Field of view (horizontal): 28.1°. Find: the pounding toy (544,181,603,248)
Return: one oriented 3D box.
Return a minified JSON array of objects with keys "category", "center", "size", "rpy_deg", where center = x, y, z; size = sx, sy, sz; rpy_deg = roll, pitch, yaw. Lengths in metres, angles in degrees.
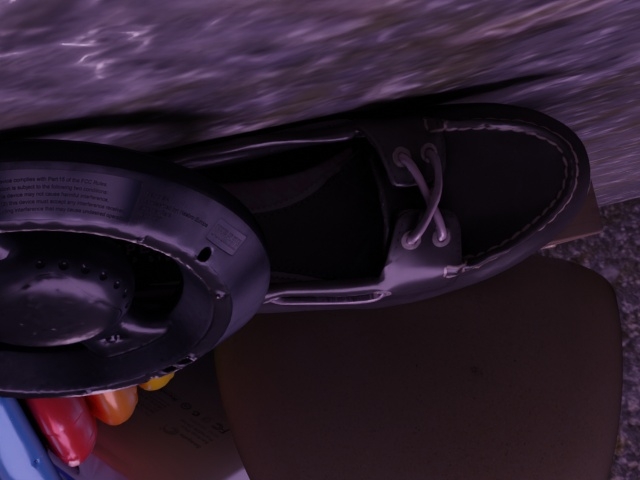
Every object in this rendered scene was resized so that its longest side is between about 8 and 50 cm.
[{"category":"pounding toy","center":[0.150,-0.027,1.174],"size":[0.181,0.094,0.206],"rpy_deg":[-10,175,-38]}]

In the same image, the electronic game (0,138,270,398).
[{"category":"electronic game","center":[-0.139,0.021,0.643],"size":[0.229,0.048,0.229],"rpy_deg":[-5,150,-3]}]

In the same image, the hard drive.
[{"category":"hard drive","center":[-0.094,0.114,1.053],"size":[0.210,0.040,0.319],"rpy_deg":[29,-149,27]}]

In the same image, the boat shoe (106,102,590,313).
[{"category":"boat shoe","center":[-0.011,-0.009,0.723],"size":[0.335,0.112,0.095],"rpy_deg":[-9,-178,6]}]

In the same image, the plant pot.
[{"category":"plant pot","center":[0.078,0.152,0.866],"size":[0.284,0.191,0.284],"rpy_deg":[-7,156,-3]}]

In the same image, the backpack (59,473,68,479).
[{"category":"backpack","center":[-0.254,0.195,1.320],"size":[0.273,0.355,0.290],"rpy_deg":[-1,-155,29]}]

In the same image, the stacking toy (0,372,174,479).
[{"category":"stacking toy","center":[-0.122,0.030,0.886],"size":[0.302,0.175,0.166],"rpy_deg":[-33,-133,-17]}]
